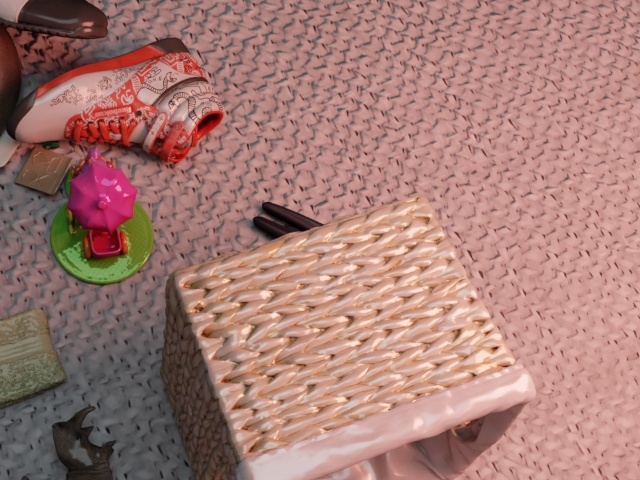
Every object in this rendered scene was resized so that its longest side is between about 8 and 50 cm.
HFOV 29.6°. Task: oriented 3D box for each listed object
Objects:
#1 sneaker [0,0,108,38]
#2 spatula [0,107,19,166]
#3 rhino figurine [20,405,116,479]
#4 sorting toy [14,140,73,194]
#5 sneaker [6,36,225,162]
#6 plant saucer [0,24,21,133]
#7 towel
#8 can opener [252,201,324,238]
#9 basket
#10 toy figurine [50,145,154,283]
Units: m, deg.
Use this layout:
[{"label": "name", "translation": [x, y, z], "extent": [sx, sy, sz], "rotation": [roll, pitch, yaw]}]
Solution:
[{"label": "sneaker", "translation": [-0.404, -0.360, 1.541], "extent": [0.330, 0.122, 0.146], "rotation": [26, 107, 15]}, {"label": "spatula", "translation": [-0.496, -0.097, 1.527], "extent": [0.168, 0.019, 0.242], "rotation": [29, 65, 1]}, {"label": "rhino figurine", "translation": [-0.288, 0.303, 1.370], "extent": [0.106, 0.073, 0.243], "rotation": [12, 64, -2]}, {"label": "sorting toy", "translation": [-0.348, -0.100, 1.557], "extent": [0.062, 0.012, 0.083], "rotation": [16, 65, 14]}, {"label": "sneaker", "translation": [-0.252, -0.155, 1.555], "extent": [0.270, 0.090, 0.145], "rotation": [-28, 74, -28]}, {"label": "plant saucer", "translation": [-0.541, -0.219, 1.543], "extent": [0.310, 0.050, 0.310], "rotation": [3, 63, -7]}, {"label": "towel", "translation": [-0.385, 0.146, 1.441], "extent": [0.148, 0.027, 0.110], "rotation": [-17, 73, -18]}, {"label": "can opener", "translation": [0.000, 0.000, 1.568], "extent": [0.186, 0.073, 0.059], "rotation": [30, 56, 16]}, {"label": "basket", "translation": [0.003, 0.164, 1.354], "extent": [0.331, 0.328, 0.266], "rotation": [-19, 68, -18]}, {"label": "toy figurine", "translation": [-0.267, -0.055, 1.478], "extent": [0.130, 0.159, 0.173], "rotation": [-7, 68, -14]}]
